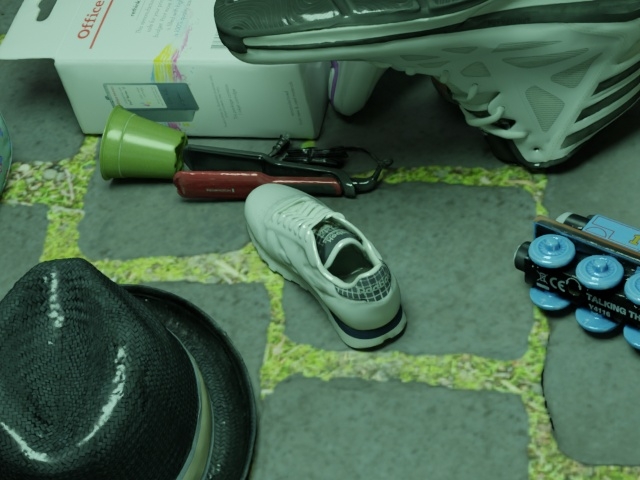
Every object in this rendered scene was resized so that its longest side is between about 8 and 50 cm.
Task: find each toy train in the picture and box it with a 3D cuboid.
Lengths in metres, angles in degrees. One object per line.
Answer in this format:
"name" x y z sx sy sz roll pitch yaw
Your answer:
"toy train" 0.269 0.029 1.213 0.184 0.080 0.105 23 49 33

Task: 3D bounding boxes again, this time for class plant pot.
"plant pot" -0.187 -0.098 1.445 0.079 0.083 0.083 12 52 7

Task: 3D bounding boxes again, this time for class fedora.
"fedora" -0.213 0.133 1.175 0.334 0.152 0.334 -4 49 4

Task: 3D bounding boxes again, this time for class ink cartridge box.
"ink cartridge box" -0.161 -0.227 1.516 0.353 0.119 0.207 3 50 16

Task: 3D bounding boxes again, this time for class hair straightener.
"hair straightener" -0.036 -0.087 1.409 0.230 0.047 0.089 -2 49 13

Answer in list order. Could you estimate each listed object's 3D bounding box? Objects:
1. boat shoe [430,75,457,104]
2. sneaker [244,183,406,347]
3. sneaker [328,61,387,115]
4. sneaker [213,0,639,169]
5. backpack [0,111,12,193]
"boat shoe" 0.257 -0.253 1.436 0.324 0.116 0.123 -29 48 -12
"sneaker" 0.000 0.000 1.292 0.090 0.095 0.235 -36 49 -15
"sneaker" 0.114 -0.259 1.431 0.152 0.305 0.114 28 9 -7
"sneaker" 0.129 -0.159 1.274 0.447 0.257 0.169 -9 39 -8
"backpack" -0.416 -0.105 1.441 0.144 0.166 0.188 -2 52 11
